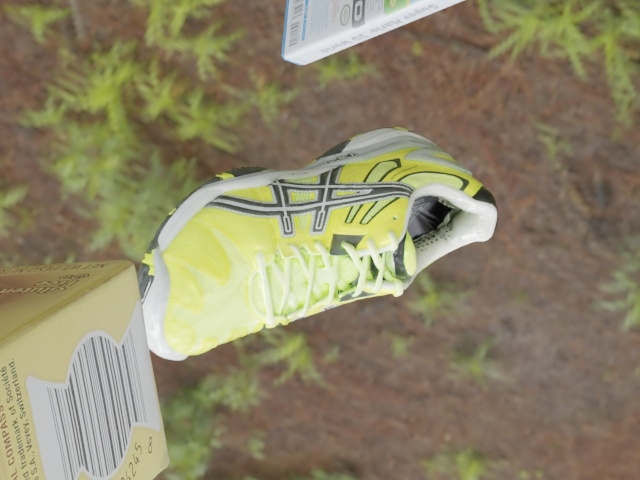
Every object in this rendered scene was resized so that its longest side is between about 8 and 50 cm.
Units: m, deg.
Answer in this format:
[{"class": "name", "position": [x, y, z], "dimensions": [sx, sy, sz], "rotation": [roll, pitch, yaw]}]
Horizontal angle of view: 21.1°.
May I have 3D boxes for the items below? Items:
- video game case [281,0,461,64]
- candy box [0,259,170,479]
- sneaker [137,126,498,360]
[{"class": "video game case", "position": [0.040, -0.150, 0.735], "dimensions": [0.015, 0.119, 0.166], "rotation": [15, 163, -33]}, {"class": "candy box", "position": [-0.193, 0.089, 0.516], "dimensions": [0.183, 0.316, 0.087], "rotation": [-5, 102, 20]}, {"class": "sneaker", "position": [0.000, 0.000, 1.575], "dimensions": [0.147, 0.385, 0.145], "rotation": [24, 133, 44]}]
